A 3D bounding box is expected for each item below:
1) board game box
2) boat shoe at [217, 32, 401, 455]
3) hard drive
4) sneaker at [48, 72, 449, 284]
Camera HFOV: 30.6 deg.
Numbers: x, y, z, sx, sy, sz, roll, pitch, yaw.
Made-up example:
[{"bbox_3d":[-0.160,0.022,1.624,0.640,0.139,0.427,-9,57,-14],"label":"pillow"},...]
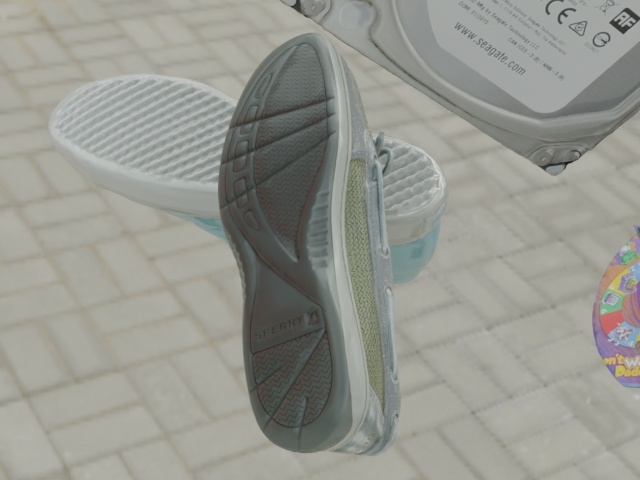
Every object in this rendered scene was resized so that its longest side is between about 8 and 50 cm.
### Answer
[{"bbox_3d":[0.254,0.032,0.767,0.168,0.033,0.133,-2,55,36],"label":"board game box"},{"bbox_3d":[0.002,0.000,0.875,0.103,0.118,0.320,20,57,-50],"label":"boat shoe"},{"bbox_3d":[0.167,-0.200,0.625,0.237,0.339,0.064,28,34,-32],"label":"hard drive"},{"bbox_3d":[-0.071,-0.034,1.046,0.366,0.150,0.135,18,52,15],"label":"sneaker"}]
